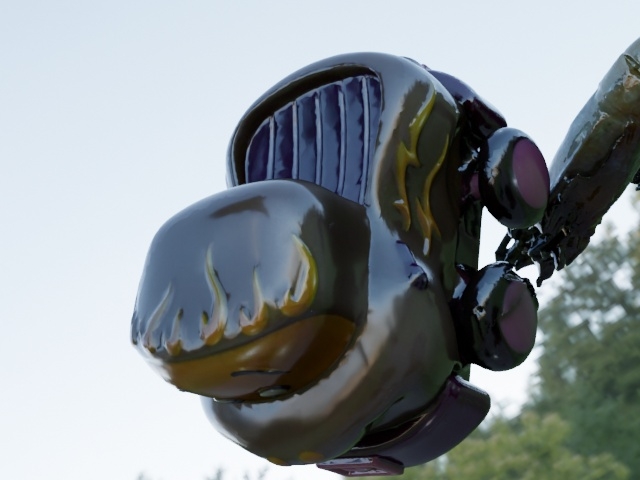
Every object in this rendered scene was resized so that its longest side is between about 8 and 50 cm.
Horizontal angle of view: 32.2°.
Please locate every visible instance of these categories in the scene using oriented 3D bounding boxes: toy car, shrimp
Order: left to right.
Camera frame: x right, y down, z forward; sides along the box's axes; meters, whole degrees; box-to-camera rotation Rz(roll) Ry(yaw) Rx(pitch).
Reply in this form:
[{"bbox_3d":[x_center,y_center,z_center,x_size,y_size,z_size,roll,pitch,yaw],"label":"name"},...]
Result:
[{"bbox_3d":[0.000,0.000,0.833,0.271,0.341,0.240,-14,-30,39],"label":"toy car"},{"bbox_3d":[0.266,-0.083,0.945,0.178,0.075,0.289,1,-57,-45],"label":"shrimp"}]
